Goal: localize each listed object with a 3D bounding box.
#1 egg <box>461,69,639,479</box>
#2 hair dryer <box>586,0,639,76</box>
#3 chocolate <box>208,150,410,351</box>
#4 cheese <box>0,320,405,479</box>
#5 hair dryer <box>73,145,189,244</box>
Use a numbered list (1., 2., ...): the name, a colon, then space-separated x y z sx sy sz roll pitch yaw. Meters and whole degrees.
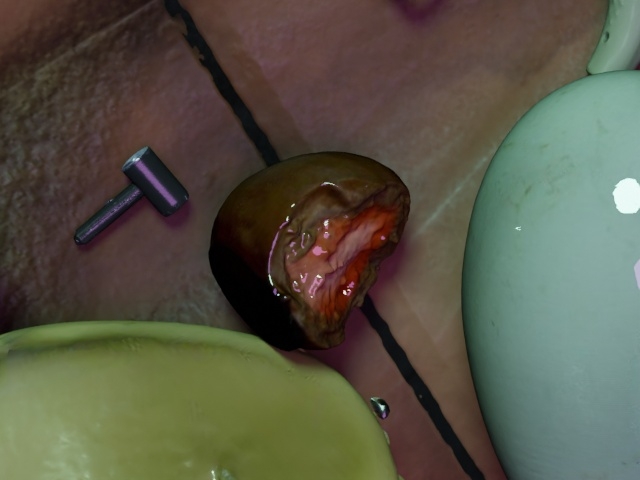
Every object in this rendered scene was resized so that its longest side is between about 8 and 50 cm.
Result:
1. egg: 0.214 0.068 0.806 0.230 0.230 0.371 -12 109 -9
2. hair dryer: 0.306 -0.254 0.842 0.296 0.119 0.298 -16 120 -12
3. chocolate: 0.000 0.000 0.806 0.133 0.124 0.127 -31 75 -26
4. cheese: -0.089 0.167 0.778 0.316 0.128 0.259 -2 66 -22
5. hair dryer: -0.137 -0.023 0.822 0.083 0.026 0.047 -39 105 2
